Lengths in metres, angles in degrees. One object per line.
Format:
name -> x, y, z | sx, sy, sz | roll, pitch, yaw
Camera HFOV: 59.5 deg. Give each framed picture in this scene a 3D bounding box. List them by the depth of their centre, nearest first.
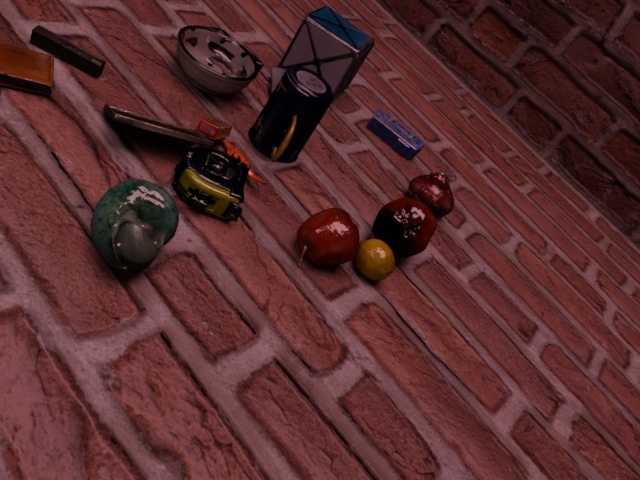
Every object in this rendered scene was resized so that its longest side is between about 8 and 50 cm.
framed picture -> -0.426, -0.306, 1.477 | 0.259, 0.023, 0.189 | 11, 15, -32

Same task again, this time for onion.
onion -> 0.408, -0.177, 2.006 | 0.184, 0.147, 0.184 | 25, 24, -12

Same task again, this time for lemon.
lemon -> 0.153, 0.052, 1.579 | 0.109, 0.109, 0.133 | -13, 51, -47

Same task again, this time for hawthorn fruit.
hawthorn fruit -> 0.000, 0.000, 1.495 | 0.203, 0.163, 0.163 | -17, 61, -28
hawthorn fruit -> 0.263, -0.043, 1.736 | 0.189, 0.189, 0.251 | 43, 18, 6

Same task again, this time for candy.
candy -> -0.303, -0.323, 1.611 | 0.062, 0.038, 0.122 | 28, 18, 3
candy -> -0.116, -0.557, 2.035 | 0.138, 0.071, 0.174 | 18, 40, -24

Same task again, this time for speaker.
speaker -> -0.691, -0.517, 1.535 | 0.191, 0.046, 0.040 | 27, 38, -13

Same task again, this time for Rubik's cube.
Rubik's cube -> 0.027, -0.721, 2.176 | 0.260, 0.255, 0.259 | 35, 37, -4

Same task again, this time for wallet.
wallet -> -0.768, -0.432, 1.389 | 0.195, 0.042, 0.161 | 6, 42, -33

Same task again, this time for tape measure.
tape measure -> -0.281, -0.155, 1.440 | 0.186, 0.112, 0.199 | 20, 39, -20

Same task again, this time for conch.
conch -> -0.392, -0.033, 1.202 | 0.202, 0.134, 0.196 | -7, 96, -50

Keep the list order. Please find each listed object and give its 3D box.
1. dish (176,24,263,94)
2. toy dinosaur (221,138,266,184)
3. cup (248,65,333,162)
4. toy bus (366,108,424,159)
dish -> -0.344, -0.564, 1.811 | 0.303, 0.120, 0.303 | 23, 39, -20
toy dinosaur -> -0.255, -0.238, 1.598 | 0.279, 0.055, 0.101 | 45, 28, 12
cup -> -0.075, -0.357, 1.703 | 0.178, 0.256, 0.255 | 5, 48, -36
toy bus -> 0.296, -0.419, 2.236 | 0.236, 0.079, 0.094 | 39, 53, 2
